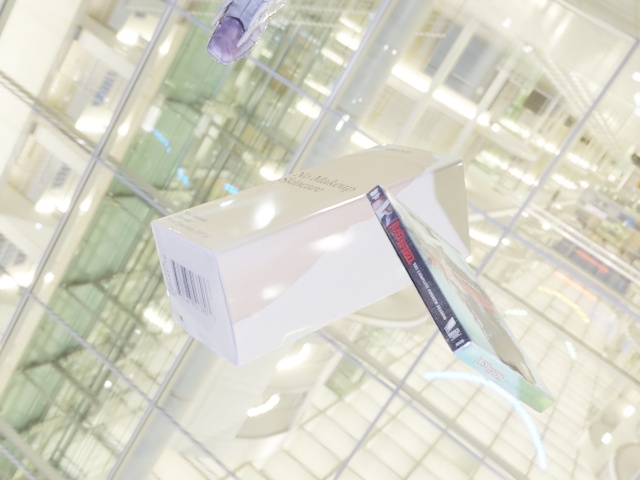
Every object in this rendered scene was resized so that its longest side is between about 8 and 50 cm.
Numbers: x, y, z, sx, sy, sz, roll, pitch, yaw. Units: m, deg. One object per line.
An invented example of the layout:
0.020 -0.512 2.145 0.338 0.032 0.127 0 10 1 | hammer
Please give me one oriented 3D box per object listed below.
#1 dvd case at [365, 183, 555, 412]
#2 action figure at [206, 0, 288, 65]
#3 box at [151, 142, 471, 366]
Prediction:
0.071 0.028 0.396 0.087 0.013 0.119 36 -161 -39 | dvd case
-0.003 -0.234 0.465 0.185 0.285 0.099 50 -127 -5 | action figure
0.000 0.000 0.800 0.311 0.121 0.148 -23 -154 -32 | box
